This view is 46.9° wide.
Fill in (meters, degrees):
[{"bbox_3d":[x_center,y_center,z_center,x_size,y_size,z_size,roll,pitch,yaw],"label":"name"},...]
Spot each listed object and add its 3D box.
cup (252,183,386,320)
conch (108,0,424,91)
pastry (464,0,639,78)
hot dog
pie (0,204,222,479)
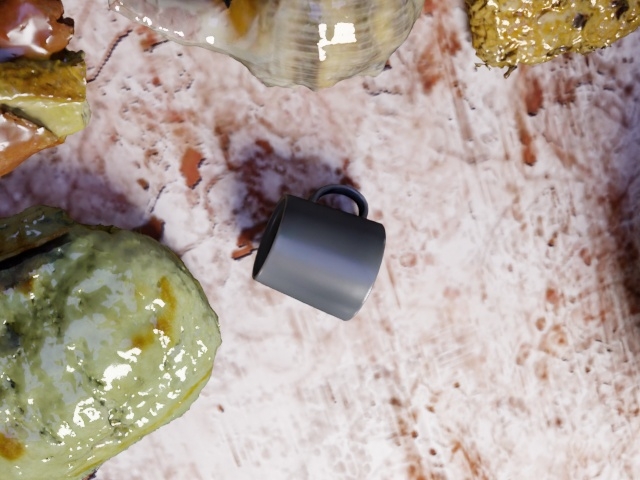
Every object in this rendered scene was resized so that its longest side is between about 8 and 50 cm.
[{"bbox_3d":[0.000,0.000,0.547,0.077,0.078,0.100,22,63,-12],"label":"cup"},{"bbox_3d":[-0.030,-0.215,0.434,0.210,0.159,0.291,-2,132,-12],"label":"conch"},{"bbox_3d":[0.179,-0.175,0.551,0.140,0.056,0.080,-23,117,-9],"label":"pastry"},{"bbox_3d":[-0.243,-0.081,0.453,0.213,0.103,0.146,-44,107,0],"label":"hot dog"},{"bbox_3d":[-0.198,0.082,0.506,0.248,0.090,0.201,-31,104,-8],"label":"pie"}]
